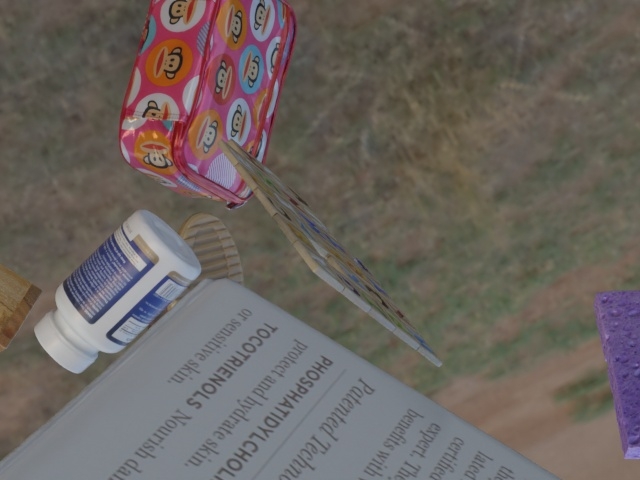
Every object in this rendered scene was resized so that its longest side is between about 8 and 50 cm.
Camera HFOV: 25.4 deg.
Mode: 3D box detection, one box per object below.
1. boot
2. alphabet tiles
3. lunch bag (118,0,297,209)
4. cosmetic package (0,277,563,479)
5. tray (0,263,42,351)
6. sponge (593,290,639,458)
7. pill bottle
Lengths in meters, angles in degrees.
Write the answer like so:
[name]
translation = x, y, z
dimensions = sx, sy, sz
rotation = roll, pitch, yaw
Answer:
[boot]
translation = -0.165, 0.089, 1.643
dimensions = 0.090, 0.248, 0.207
rotation = -3, -176, -26
[alphabet tiles]
translation = 0.000, 0.000, 1.261
dimensions = 0.009, 0.237, 0.198
rotation = -45, 135, 7
[lunch bag]
translation = -0.133, -0.197, 1.837
dimensions = 0.120, 0.293, 0.258
rotation = 9, 170, 25
[cosmetic package]
translation = -0.020, 0.299, 0.826
dimensions = 0.327, 0.394, 0.329
rotation = -44, 163, -57
[tray]
translation = -0.440, 0.060, 1.472
dimensions = 0.076, 0.203, 0.411
rotation = -61, -164, -22
[sponge]
translation = 0.377, 0.146, 1.573
dimensions = 0.117, 0.210, 0.031
rotation = -1, 142, -3
[pill bottle]
translation = -0.151, 0.040, 1.045
dimensions = 0.120, 0.067, 0.067
rotation = -43, 155, 7
